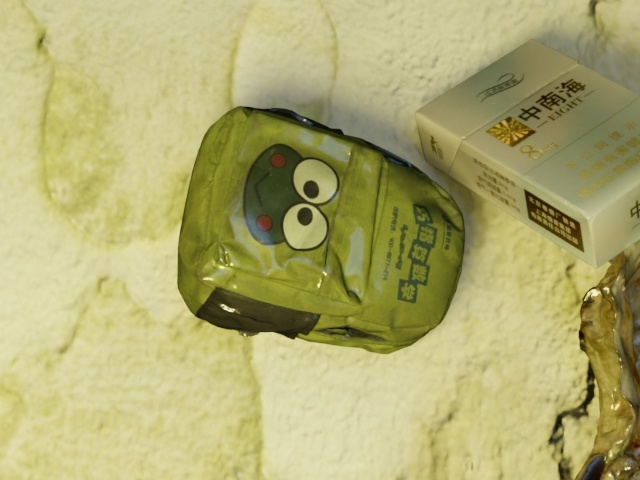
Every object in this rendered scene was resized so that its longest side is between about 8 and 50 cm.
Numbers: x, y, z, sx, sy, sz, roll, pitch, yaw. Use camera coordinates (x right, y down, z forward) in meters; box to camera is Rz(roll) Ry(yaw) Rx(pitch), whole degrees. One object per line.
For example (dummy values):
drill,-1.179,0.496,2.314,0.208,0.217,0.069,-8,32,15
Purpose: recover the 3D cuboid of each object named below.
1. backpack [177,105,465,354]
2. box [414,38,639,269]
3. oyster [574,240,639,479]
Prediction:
backpack,0.000,0.000,1.721,0.253,0.140,0.207,17,67,-14
box,0.220,-0.085,1.767,0.155,0.067,0.243,-32,42,-23
oyster,0.322,0.119,1.753,0.197,0.133,0.337,18,66,-11
